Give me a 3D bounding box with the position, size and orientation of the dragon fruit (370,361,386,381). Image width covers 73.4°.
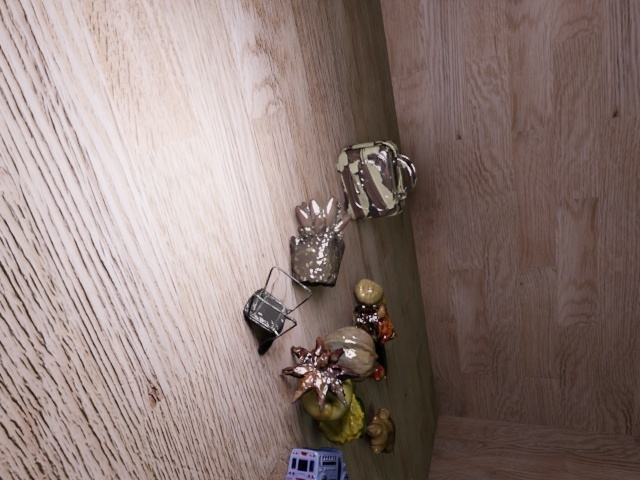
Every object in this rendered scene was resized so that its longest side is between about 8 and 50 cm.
[{"bbox_3d":[0.290,0.671,2.209,0.086,0.080,0.116,-24,110,-54],"label":"dragon fruit"}]

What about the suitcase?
[{"bbox_3d":[0.268,-0.277,1.966,0.194,0.338,0.352,-45,127,-59],"label":"suitcase"}]

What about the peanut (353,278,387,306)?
[{"bbox_3d":[0.246,0.272,2.093,0.253,0.136,0.122,55,41,-54],"label":"peanut"}]

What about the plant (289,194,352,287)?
[{"bbox_3d":[0.000,0.000,1.506,0.181,0.193,0.321,30,63,-66],"label":"plant"}]

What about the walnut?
[{"bbox_3d":[0.115,0.440,1.673,0.224,0.224,0.225,-3,90,-66],"label":"walnut"}]

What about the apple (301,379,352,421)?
[{"bbox_3d":[0.023,0.525,1.496,0.200,0.199,0.200,-3,90,-66],"label":"apple"}]

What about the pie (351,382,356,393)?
[{"bbox_3d":[0.124,0.556,1.867,0.128,0.068,0.283,-5,95,-68],"label":"pie"}]

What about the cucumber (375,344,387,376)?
[{"bbox_3d":[0.324,0.625,2.311,0.068,0.067,0.294,-57,138,-53],"label":"cucumber"}]

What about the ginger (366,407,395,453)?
[{"bbox_3d":[0.293,0.935,2.123,0.270,0.123,0.219,54,42,-50],"label":"ginger"}]

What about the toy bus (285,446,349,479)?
[{"bbox_3d":[0.000,0.786,1.481,0.292,0.125,0.133,45,46,-54],"label":"toy bus"}]

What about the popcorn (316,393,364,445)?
[{"bbox_3d":[0.076,0.661,1.611,0.155,0.197,0.198,37,54,-62],"label":"popcorn"}]

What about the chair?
[{"bbox_3d":[-0.150,0.212,1.258,0.145,0.221,0.140,36,39,-4],"label":"chair"}]

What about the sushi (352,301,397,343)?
[{"bbox_3d":[0.240,0.379,1.959,0.343,0.181,0.197,54,21,-74],"label":"sushi"}]

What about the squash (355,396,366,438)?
[{"bbox_3d":[0.172,0.788,1.927,0.069,0.069,0.258,-58,144,-53],"label":"squash"}]

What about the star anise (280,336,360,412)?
[{"bbox_3d":[0.006,0.420,1.388,0.103,0.271,0.272,104,6,-45],"label":"star anise"}]
